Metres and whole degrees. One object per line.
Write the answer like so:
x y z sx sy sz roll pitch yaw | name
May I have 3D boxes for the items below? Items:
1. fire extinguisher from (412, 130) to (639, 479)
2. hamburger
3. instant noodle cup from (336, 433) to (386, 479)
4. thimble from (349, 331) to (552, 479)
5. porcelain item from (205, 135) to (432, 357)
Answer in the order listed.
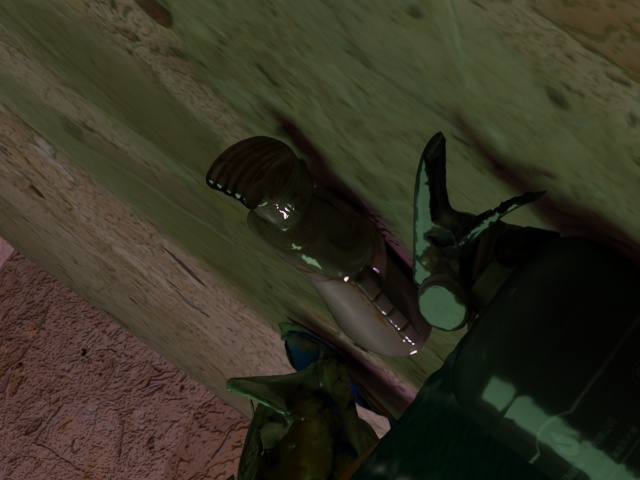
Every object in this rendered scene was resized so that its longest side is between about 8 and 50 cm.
0.155 0.079 0.748 0.311 0.095 0.114 35 133 7 | fire extinguisher
-0.032 0.228 1.615 0.150 0.261 0.276 10 -150 -21 | hamburger
0.141 0.306 1.402 0.214 0.296 0.296 32 177 -42 | instant noodle cup
0.159 0.179 0.976 0.288 0.167 0.254 31 170 38 | thimble
0.000 0.000 1.038 0.084 0.054 0.213 28 168 34 | porcelain item
